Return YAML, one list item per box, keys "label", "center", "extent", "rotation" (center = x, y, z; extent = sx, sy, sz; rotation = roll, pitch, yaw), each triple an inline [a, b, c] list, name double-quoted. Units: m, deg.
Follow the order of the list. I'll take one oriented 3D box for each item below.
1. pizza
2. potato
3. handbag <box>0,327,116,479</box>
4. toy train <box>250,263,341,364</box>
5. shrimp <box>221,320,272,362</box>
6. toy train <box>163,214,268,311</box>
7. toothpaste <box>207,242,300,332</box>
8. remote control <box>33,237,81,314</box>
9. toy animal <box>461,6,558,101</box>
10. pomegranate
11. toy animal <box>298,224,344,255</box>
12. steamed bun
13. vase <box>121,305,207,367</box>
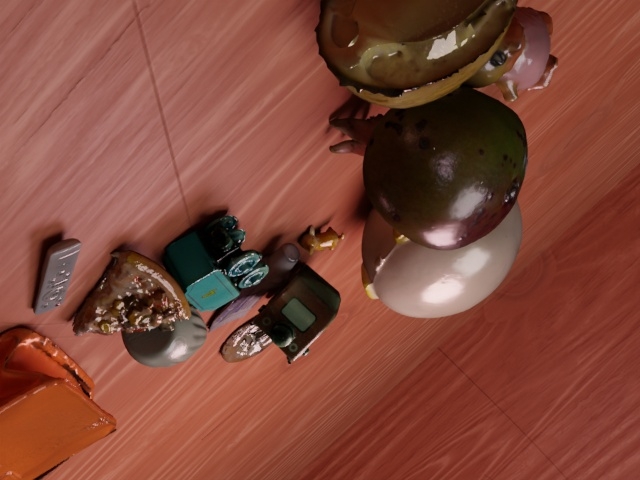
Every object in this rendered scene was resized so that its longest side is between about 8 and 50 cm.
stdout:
- label: "pizza"
  center: [-0.317, 0.106, 1.528]
  extent: [0.195, 0.052, 0.185]
  rotation: [-28, 128, 13]
- label: "potato"
  center: [0.133, -0.291, 1.327]
  extent: [0.285, 0.242, 0.242]
  rotation: [-46, 161, -2]
- label: "handbag"
  center: [-0.522, 0.310, 1.583]
  extent: [0.303, 0.116, 0.410]
  rotation: [-33, 159, -10]
- label: "toy train"
  center: [-0.042, 0.144, 1.933]
  extent: [0.159, 0.129, 0.326]
  rotation: [-47, 180, 6]
- label: "shrimp"
  center: [-0.130, 0.198, 2.151]
  extent: [0.223, 0.047, 0.126]
  rotation: [-38, 151, 0]
- label: "toy train"
  center: [-0.178, 0.041, 1.631]
  extent: [0.154, 0.107, 0.198]
  rotation: [-31, 160, -2]
- label: "toothpaste"
  center: [-0.128, 0.097, 1.916]
  extent: [0.099, 0.068, 0.282]
  rotation: [11, 139, -31]
- label: "remote control"
  center: [-0.385, 0.051, 1.391]
  extent: [0.050, 0.027, 0.184]
  rotation: [-24, 160, -35]
- label: "toy animal"
  center: [0.279, -0.325, 1.590]
  extent: [0.169, 0.195, 0.281]
  rotation: [-4, -175, 31]
- label: "pomegranate"
  center: [0.188, -0.148, 1.572]
  extent: [0.291, 0.323, 0.291]
  rotation: [-26, 148, -18]
- label: "toy animal"
  center: [0.000, 0.000, 1.931]
  extent: [0.081, 0.060, 0.083]
  rotation: [-4, 177, 26]
- label: "steamed bun"
  center: [0.248, -0.002, 1.998]
  extent: [0.334, 0.334, 0.374]
  rotation: [-26, 157, -34]
- label: "vase"
  center: [-0.265, 0.162, 1.711]
  extent: [0.128, 0.128, 0.248]
  rotation: [-41, 169, 3]
